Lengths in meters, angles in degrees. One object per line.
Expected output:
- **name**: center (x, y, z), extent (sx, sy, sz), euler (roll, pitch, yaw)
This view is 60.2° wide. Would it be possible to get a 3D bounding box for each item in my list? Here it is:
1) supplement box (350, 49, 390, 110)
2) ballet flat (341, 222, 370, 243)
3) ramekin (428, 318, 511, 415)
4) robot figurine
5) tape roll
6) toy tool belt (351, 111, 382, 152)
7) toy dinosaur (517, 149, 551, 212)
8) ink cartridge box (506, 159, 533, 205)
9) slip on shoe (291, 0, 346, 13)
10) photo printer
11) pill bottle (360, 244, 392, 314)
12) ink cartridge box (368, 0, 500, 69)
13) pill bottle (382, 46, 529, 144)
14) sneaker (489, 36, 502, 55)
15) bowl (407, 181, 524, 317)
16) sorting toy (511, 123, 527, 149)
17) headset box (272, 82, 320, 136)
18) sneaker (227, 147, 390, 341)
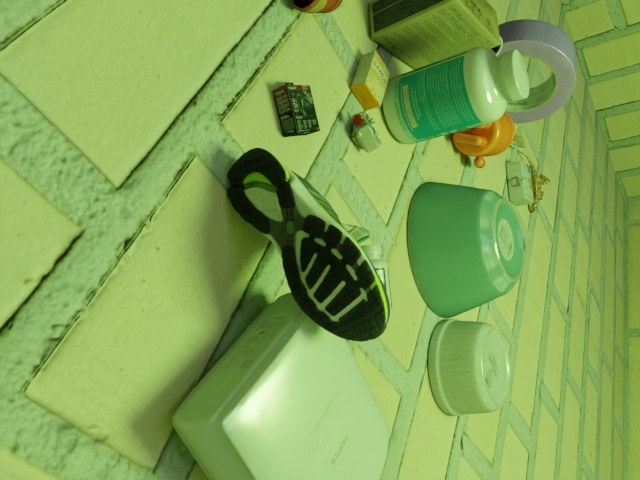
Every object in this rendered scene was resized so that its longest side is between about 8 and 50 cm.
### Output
- **supplement box**: center (0.098, -0.309, 1.067), extent (0.062, 0.036, 0.098), euler (45, 49, -38)
- **ballet flat**: center (0.026, -0.003, 0.892), extent (0.168, 0.057, 0.052), euler (-29, 95, -52)
- **ramekin**: center (0.325, 0.269, 1.177), extent (0.207, 0.109, 0.207), euler (15, 71, -51)
- **robot figurine**: center (0.416, -0.275, 1.407), extent (0.219, 0.128, 0.158), euler (-13, 78, -52)
- **tape roll**: center (0.527, -0.440, 1.463), extent (0.275, 0.274, 0.090), euler (44, 50, -38)
- **toy tool belt**: center (0.078, -0.206, 1.017), extent (0.083, 0.052, 0.051), euler (54, 13, -35)
- **toy dinosaur**: center (0.716, -0.200, 1.835), extent (0.112, 0.064, 0.212), euler (-5, 86, -52)
- **ink cartridge box**: center (0.618, -0.176, 1.709), extent (0.088, 0.052, 0.122), euler (11, 75, -52)
- **slip on shoe**: center (-0.049, -0.519, 0.863), extent (0.101, 0.123, 0.331), euler (-46, 123, -43)
- **photo printer**: center (-0.024, 0.260, 0.721), extent (0.256, 0.107, 0.308), euler (-47, 119, -47)
- **pill bottle**: center (0.084, 0.069, 0.939), extent (0.067, 0.067, 0.120), euler (3, 80, -52)
- **ink cartridge box**: center (0.241, -0.453, 1.159), extent (0.234, 0.193, 0.088), euler (8, 74, -52)
- **pill bottle**: center (0.267, -0.289, 1.096), extent (0.146, 0.264, 0.146), euler (15, 71, -50)
- **sneaker**: center (0.383, -0.491, 1.375), extent (0.290, 0.123, 0.106), euler (-74, 169, -47)
- **bowl**: center (0.334, 0.010, 1.205), extent (0.311, 0.163, 0.312), euler (15, 71, -50)
- **sorting toy**: center (0.614, -0.325, 1.751), extent (0.075, 0.045, 0.083), euler (-7, 89, -46)
- **headset box**: center (-0.038, -0.208, 0.870), extent (0.062, 0.032, 0.083), euler (-21, 98, -53)
- **sneaker**: center (0.000, 0.000, 0.732), extent (0.300, 0.111, 0.121), euler (56, 22, 22)
